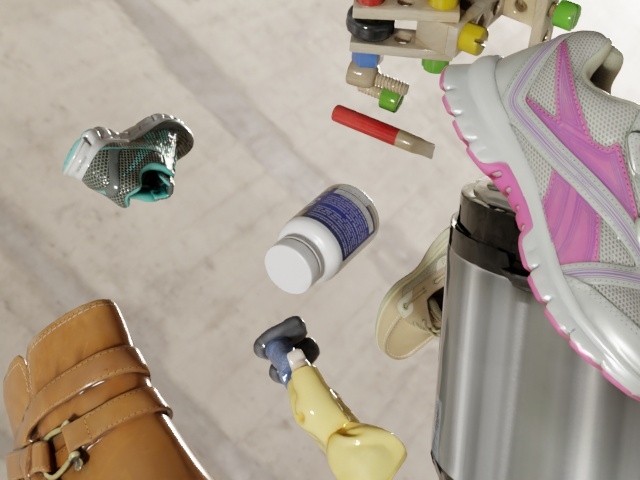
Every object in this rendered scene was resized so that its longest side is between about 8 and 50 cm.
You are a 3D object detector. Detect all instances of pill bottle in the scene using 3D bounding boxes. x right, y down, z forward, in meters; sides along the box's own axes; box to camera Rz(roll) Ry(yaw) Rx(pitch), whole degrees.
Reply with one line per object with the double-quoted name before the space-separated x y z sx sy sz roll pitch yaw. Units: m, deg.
"pill bottle" 0.000 0.000 1.848 0.112 0.112 0.186 45 -136 3

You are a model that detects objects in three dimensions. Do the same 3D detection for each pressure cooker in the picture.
"pressure cooker" 0.305 0.081 1.271 0.375 0.421 0.370 -6 -164 -35

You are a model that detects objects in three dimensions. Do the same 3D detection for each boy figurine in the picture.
"boy figurine" 0.008 0.209 1.532 0.285 0.092 0.177 45 167 51

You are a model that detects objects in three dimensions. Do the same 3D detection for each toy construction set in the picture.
"toy construction set" 0.169 -0.245 1.451 0.237 0.309 0.257 25 -158 15

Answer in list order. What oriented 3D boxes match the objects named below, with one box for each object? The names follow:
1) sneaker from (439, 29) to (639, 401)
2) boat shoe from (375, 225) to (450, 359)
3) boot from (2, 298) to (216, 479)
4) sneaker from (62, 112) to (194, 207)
"sneaker" 0.166 -0.019 0.679 0.103 0.111 0.252 17 -134 -65
"boat shoe" 0.181 0.103 1.929 0.109 0.302 0.098 14 -139 -26
"boot" -0.096 0.134 0.707 0.109 0.283 0.220 11 -125 -40
"sneaker" -0.154 -0.064 1.068 0.076 0.065 0.166 39 -152 13
